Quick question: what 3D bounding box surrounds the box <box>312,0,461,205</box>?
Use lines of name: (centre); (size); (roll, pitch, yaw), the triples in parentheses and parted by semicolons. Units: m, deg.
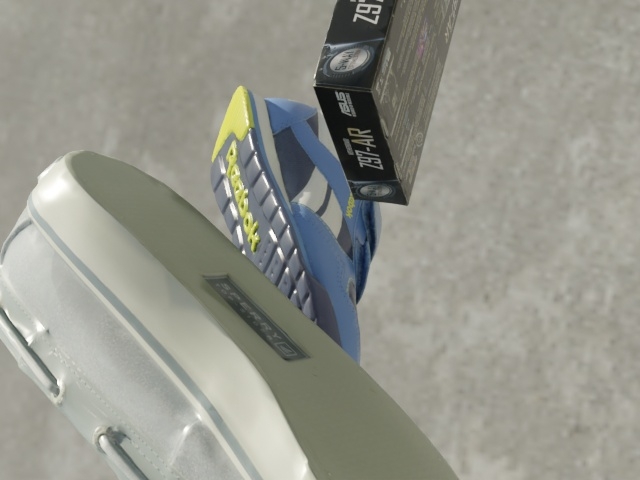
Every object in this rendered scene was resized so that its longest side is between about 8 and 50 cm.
box: (0.022, -0.062, 0.545); (0.067, 0.018, 0.083); (67, -145, -60)

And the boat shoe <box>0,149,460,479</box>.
boat shoe: (-0.028, 0.069, 0.576); (0.227, 0.079, 0.081); (47, 112, 27)

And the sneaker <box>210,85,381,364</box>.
sneaker: (0.000, 0.000, 0.682); (0.053, 0.059, 0.144); (122, 146, -42)
